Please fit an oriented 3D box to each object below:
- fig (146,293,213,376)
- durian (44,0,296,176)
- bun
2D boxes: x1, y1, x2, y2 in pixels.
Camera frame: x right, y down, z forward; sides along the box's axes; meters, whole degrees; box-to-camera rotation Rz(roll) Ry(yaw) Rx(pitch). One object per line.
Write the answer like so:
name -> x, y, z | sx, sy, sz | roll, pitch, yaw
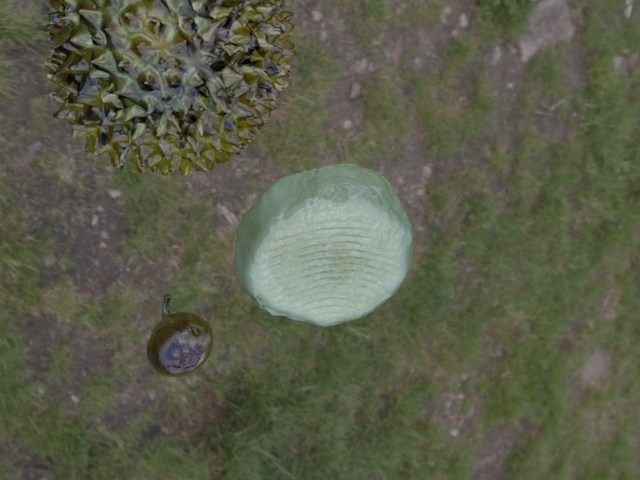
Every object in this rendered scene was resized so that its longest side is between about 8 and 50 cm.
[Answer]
fig -> -0.182, 0.124, 1.053 | 0.082, 0.098, 0.084 | -11, 123, -24
durian -> -0.147, -0.209, 0.809 | 0.258, 0.258, 0.293 | -6, 91, -38
bun -> 0.000, 0.000, 0.914 | 0.195, 0.118, 0.195 | -8, 127, -11
